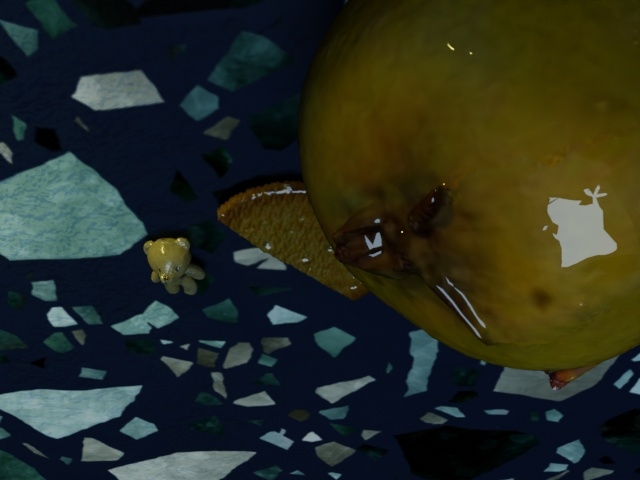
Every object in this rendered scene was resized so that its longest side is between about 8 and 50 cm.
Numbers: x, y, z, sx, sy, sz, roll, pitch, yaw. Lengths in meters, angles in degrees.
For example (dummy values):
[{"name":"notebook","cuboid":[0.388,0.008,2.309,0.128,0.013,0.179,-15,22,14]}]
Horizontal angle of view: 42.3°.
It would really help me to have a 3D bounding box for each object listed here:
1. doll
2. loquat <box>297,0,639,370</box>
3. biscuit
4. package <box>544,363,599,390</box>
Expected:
[{"name":"doll","cuboid":[-0.160,0.029,0.919,0.062,0.051,0.093,-3,166,3]},{"name":"loquat","cuboid":[0.157,-0.087,0.605,0.328,0.359,0.328,36,147,28]},{"name":"biscuit","cuboid":[0.002,-0.009,0.874,0.206,0.025,0.126,32,129,-30]},{"name":"package","cuboid":[0.246,0.044,0.873,0.288,0.108,0.223,39,130,-24]}]
